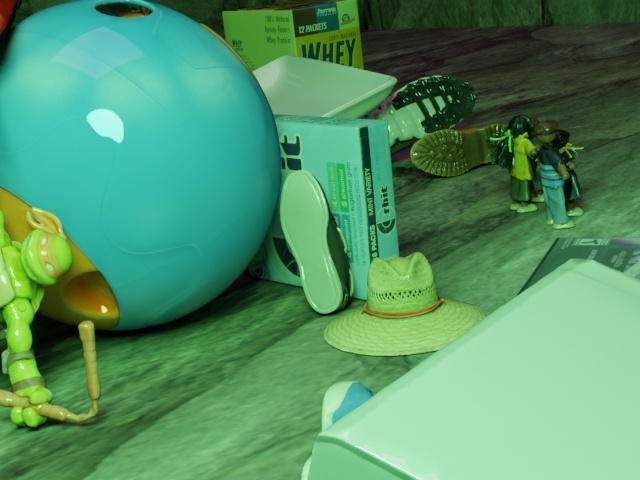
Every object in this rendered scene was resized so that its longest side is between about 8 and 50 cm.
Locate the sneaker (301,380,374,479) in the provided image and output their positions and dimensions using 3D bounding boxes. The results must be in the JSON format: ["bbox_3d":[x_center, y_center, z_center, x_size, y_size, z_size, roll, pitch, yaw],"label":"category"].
[{"bbox_3d":[0.041,0.123,0.723,0.085,0.058,0.152,-2,12,8],"label":"sneaker"}]

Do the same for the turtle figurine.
[{"bbox_3d":[-0.269,0.029,0.944,0.217,0.269,0.087,-23,-7,16],"label":"turtle figurine"}]

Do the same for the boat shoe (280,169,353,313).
[{"bbox_3d":[0.000,0.000,1.088,0.046,0.125,0.038,-18,-2,28],"label":"boat shoe"}]

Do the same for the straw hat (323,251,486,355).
[{"bbox_3d":[0.066,0.041,1.023,0.145,0.061,0.144,-5,14,1],"label":"straw hat"}]

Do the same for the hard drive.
[{"bbox_3d":[0.162,0.101,0.674,0.203,0.040,0.307,24,27,26],"label":"hard drive"}]

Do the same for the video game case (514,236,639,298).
[{"bbox_3d":[0.311,0.032,1.024,0.274,0.026,0.196,-1,15,22],"label":"video game case"}]

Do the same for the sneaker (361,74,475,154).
[{"bbox_3d":[0.093,-0.152,1.666,0.234,0.078,0.106,-28,5,-11],"label":"sneaker"}]

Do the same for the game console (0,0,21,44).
[{"bbox_3d":[-0.399,-0.104,1.101,0.386,0.060,0.342,-44,21,12],"label":"game console"}]

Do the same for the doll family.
[{"bbox_3d":[0.233,-0.083,1.328,0.076,0.111,0.193,-11,15,-19],"label":"doll family"}]

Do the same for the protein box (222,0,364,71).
[{"bbox_3d":[-0.041,-0.287,2.062,0.136,0.201,0.200,-17,18,-35],"label":"protein box"}]

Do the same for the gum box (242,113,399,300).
[{"bbox_3d":[-0.009,-0.035,1.159,0.041,0.156,0.184,-18,18,-41],"label":"gum box"}]

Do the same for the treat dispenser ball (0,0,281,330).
[{"bbox_3d":[-0.177,-0.065,1.085,0.288,0.288,0.288,-6,14,2],"label":"treat dispenser ball"}]

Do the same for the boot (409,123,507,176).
[{"bbox_3d":[0.163,-0.114,1.611,0.158,0.059,0.085,-11,7,-36],"label":"boot"}]

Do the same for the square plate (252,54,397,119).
[{"bbox_3d":[-0.111,-0.137,1.651,0.344,0.049,0.347,-32,24,-16],"label":"square plate"}]
